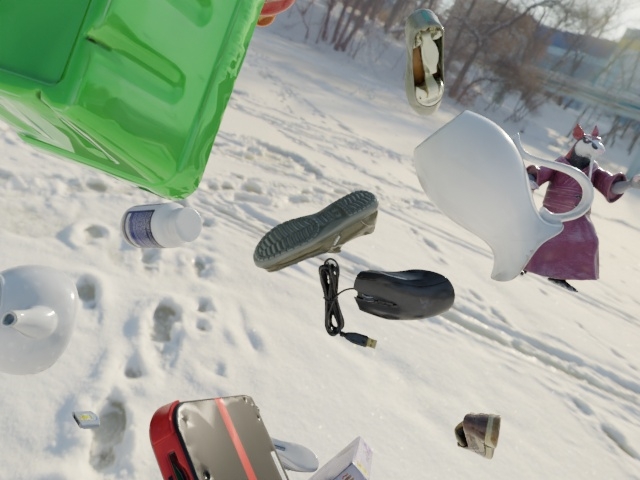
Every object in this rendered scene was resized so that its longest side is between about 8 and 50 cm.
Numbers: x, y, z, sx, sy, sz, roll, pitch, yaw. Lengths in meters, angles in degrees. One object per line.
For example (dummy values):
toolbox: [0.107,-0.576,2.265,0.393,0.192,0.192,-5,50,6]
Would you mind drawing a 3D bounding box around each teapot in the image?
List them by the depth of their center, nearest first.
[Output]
teapot: [-0.650,0.154,1.063,0.187,0.256,0.252,26,26,-50]

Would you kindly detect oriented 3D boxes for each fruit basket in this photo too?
fruit basket: [-0.199,-0.249,0.603,0.282,0.392,0.392,20,19,15]

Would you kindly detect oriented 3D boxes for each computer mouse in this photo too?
computer mouse: [0.115,0.138,0.967,0.262,0.184,0.060,6,24,18]

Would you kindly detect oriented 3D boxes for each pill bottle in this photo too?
pill bottle: [-0.326,-0.030,1.053,0.169,0.094,0.094,-1,4,37]

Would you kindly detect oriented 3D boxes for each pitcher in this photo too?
pitcher: [0.237,-0.078,0.669,0.207,0.177,0.125,52,1,-4]

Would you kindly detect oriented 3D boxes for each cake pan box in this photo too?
cake pan box: [0.014,0.638,1.311,0.070,0.267,0.246,49,1,12]

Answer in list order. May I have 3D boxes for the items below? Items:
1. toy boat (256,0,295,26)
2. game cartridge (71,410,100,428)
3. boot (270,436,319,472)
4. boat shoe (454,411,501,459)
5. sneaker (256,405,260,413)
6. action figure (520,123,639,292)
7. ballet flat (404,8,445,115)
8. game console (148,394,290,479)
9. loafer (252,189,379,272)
toy boat: [-0.107,-0.490,0.994,0.151,0.151,0.231,18,44,-2]
game cartridge: [-0.618,0.474,1.354,0.056,0.017,0.083,20,-2,-43]
boot: [-0.099,0.586,1.366,0.190,0.086,0.069,19,30,10]
boat shoe: [0.471,0.584,1.556,0.123,0.123,0.342,8,-23,18]
sneaker: [-0.334,0.600,1.635,0.330,0.147,0.129,-8,29,-42]
action figure: [0.575,-0.077,1.168,0.248,0.370,0.275,16,5,18]
ballet flat: [0.185,-0.293,0.898,0.072,0.213,0.068,-17,48,2]
game console: [-0.146,0.472,0.951,0.387,0.060,0.342,60,9,22]
loafer: [0.000,0.000,0.929,0.251,0.087,0.094,-24,37,-4]
